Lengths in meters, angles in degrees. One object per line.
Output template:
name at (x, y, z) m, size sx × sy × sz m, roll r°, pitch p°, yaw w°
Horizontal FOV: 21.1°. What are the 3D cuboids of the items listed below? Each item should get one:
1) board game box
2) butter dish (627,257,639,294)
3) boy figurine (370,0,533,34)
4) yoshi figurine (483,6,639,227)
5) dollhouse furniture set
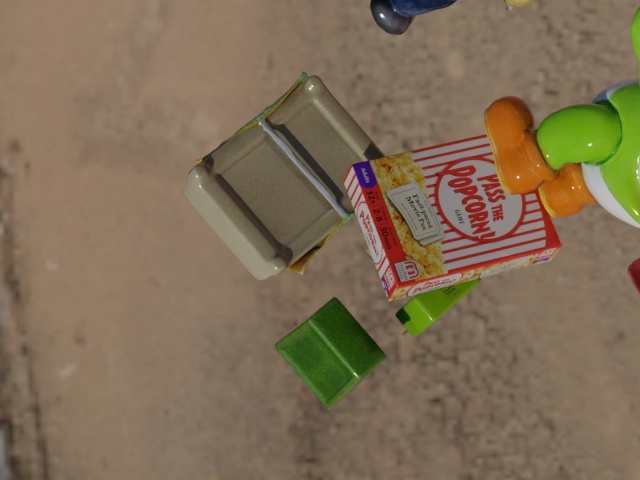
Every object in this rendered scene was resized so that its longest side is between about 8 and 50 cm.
board game box at (0.139, -0.029, 1.819) m, size 0.045 × 0.193 × 0.147 m, roll 116°, pitch 137°, yaw -62°
butter dish at (0.420, 0.021, 1.822) m, size 0.118 × 0.160 × 0.160 m, roll 70°, pitch 176°, yaw -46°
boy figurine at (0.119, -0.256, 1.372) m, size 0.285 × 0.177 × 0.092 m, roll -21°, pitch 36°, yaw 54°
yoshi figurine at (0.353, -0.158, 1.719) m, size 0.362 × 0.203 × 0.203 m, roll -18°, pitch 114°, yaw 31°
dollhouse furniture set at (0.000, 0.000, 1.901) m, size 0.301 × 0.197 × 0.151 m, roll 50°, pitch 160°, yaw 3°
